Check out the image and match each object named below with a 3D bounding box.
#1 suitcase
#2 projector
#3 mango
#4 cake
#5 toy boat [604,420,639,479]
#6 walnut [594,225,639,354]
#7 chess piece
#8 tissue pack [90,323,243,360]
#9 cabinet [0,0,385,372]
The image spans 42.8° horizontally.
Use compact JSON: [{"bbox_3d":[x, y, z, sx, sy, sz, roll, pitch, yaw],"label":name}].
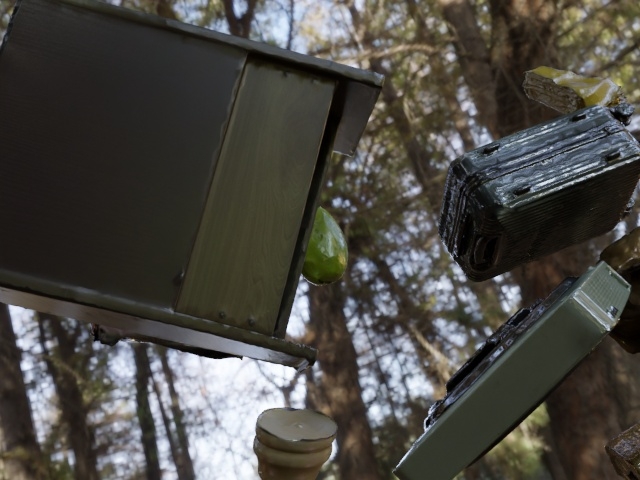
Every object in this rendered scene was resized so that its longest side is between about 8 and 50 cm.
[{"bbox_3d":[0.327,-0.071,1.197,0.312,0.128,0.202,-21,-34,-14],"label":"suitcase"},{"bbox_3d":[0.203,0.133,0.853,0.259,0.079,0.257,-51,-16,20],"label":"projector"},{"bbox_3d":[0.000,0.000,1.302,0.091,0.165,0.074,29,-54,-32],"label":"mango"},{"bbox_3d":[0.467,-0.282,1.488,0.116,0.185,0.080,-27,-57,-12],"label":"cake"},{"bbox_3d":[0.536,0.292,1.130,0.445,0.162,0.136,-29,-33,-5],"label":"toy boat"},{"bbox_3d":[0.463,0.048,1.099,0.204,0.141,0.238,28,-30,-17],"label":"walnut"},{"bbox_3d":[-0.066,0.417,1.239,0.124,0.307,0.139,12,8,-2],"label":"chess piece"},{"bbox_3d":[-0.243,0.074,1.352,0.245,0.332,0.123,3,-67,-11],"label":"tissue pack"},{"bbox_3d":[-0.090,-0.026,0.519,0.215,0.175,0.148,13,-12,-1],"label":"cabinet"}]
